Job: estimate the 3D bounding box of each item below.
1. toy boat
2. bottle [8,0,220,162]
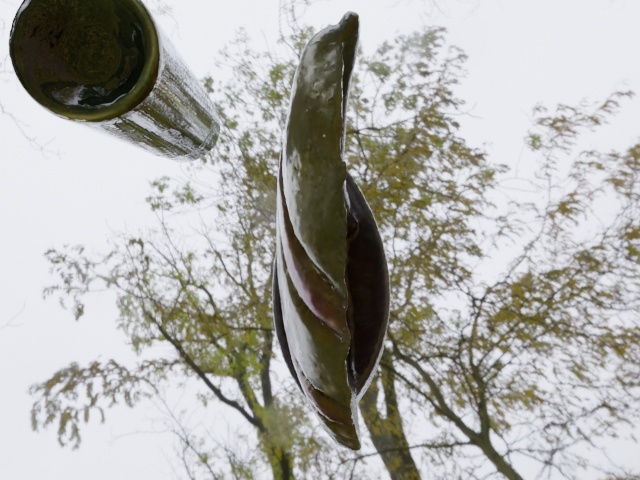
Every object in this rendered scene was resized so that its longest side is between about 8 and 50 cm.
[{"bbox_3d":[0.003,0.025,0.438,0.111,0.293,0.276,-3,-101,5],"label":"toy boat"},{"bbox_3d":[-0.134,-0.112,0.424,0.082,0.286,0.082,0,-86,-3],"label":"bottle"}]
